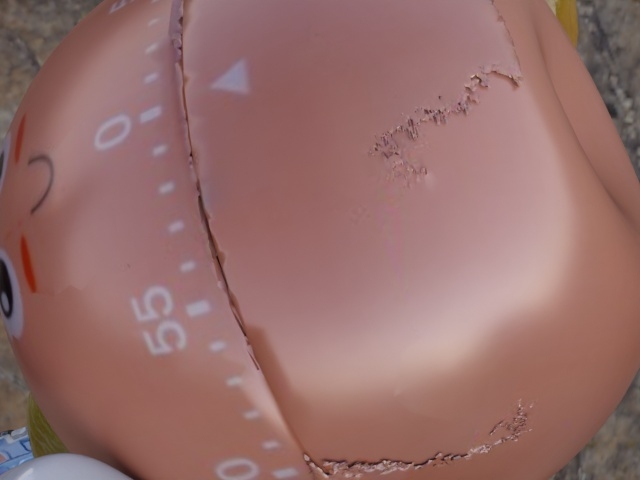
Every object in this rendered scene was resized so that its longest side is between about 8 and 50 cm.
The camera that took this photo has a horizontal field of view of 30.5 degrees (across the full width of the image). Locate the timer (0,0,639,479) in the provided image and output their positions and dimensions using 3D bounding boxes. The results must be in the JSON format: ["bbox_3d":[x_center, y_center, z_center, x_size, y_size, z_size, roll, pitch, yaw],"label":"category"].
[{"bbox_3d":[0.000,0.000,0.431,0.215,0.229,0.229,-25,56,22],"label":"timer"}]

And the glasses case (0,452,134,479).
[{"bbox_3d":[-0.037,0.141,0.370,0.049,0.193,0.074,-22,34,37],"label":"glasses case"}]

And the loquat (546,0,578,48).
[{"bbox_3d":[0.108,-0.122,0.764,0.113,0.137,0.137,3,59,4],"label":"loquat"}]

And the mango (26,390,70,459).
[{"bbox_3d":[-0.089,0.125,0.661,0.091,0.137,0.237,-26,20,-37],"label":"mango"}]

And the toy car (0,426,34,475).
[{"bbox_3d":[-0.157,0.260,0.994,0.198,0.314,0.166,-18,38,7],"label":"toy car"}]
